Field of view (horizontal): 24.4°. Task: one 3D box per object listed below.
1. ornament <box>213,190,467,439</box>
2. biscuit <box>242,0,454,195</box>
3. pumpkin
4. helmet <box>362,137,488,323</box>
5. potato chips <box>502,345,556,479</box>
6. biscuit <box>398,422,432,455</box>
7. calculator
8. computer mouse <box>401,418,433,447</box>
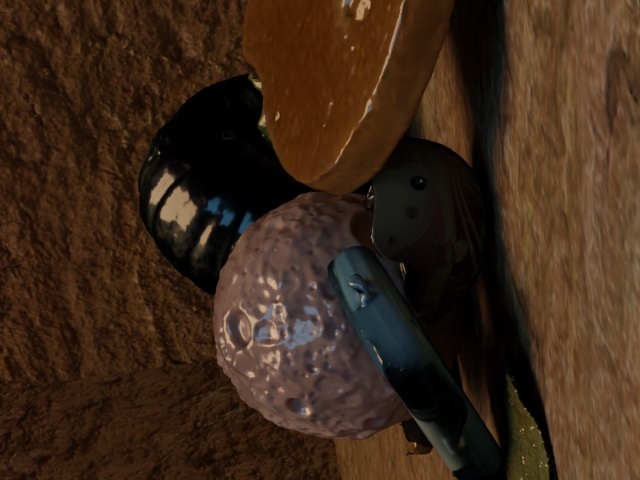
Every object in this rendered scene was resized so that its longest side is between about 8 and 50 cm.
[{"bbox_3d":[0.023,0.071,1.501,0.259,0.259,0.225,-102,27,-44],"label":"ornament"},{"bbox_3d":[0.028,-0.246,1.263,0.365,0.062,0.385,-116,37,-47],"label":"biscuit"},{"bbox_3d":[-0.050,-0.077,1.701,0.296,0.296,0.296,172,90,-86],"label":"pumpkin"},{"bbox_3d":[0.097,-0.021,1.319,0.177,0.107,0.153,59,-175,-43],"label":"helmet"},{"bbox_3d":[0.173,0.194,1.227,0.142,0.026,0.209,95,165,-59],"label":"potato chips"},{"bbox_3d":[0.114,0.188,1.798,0.183,0.061,0.118,-118,23,-73],"label":"biscuit"},{"bbox_3d":[0.092,0.125,1.304,0.293,0.051,0.173,56,-177,-40],"label":"calculator"},{"bbox_3d":[0.107,0.131,1.675,0.122,0.073,0.217,85,169,-66],"label":"computer mouse"}]
